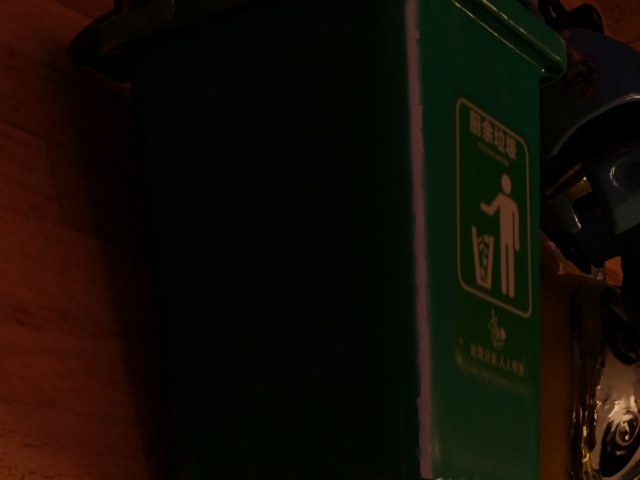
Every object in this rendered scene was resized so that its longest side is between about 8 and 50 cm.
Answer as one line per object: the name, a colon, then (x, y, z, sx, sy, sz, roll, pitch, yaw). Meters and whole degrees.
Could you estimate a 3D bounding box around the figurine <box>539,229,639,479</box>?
figurine: (0.233, 0.145, 1.486, 0.340, 0.231, 0.323, 17, 73, -53)

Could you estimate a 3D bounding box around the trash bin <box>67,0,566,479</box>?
trash bin: (0.000, 0.000, 1.016, 0.259, 0.295, 0.381, 25, 58, -54)

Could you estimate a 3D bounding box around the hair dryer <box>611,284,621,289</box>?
hair dryer: (0.398, 0.197, 1.821, 0.302, 0.116, 0.244, 30, 73, -62)

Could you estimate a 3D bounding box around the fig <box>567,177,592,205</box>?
fig: (0.355, -0.109, 2.136, 0.123, 0.156, 0.123, -18, 90, -72)

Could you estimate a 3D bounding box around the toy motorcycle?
toy motorcycle: (0.259, -0.032, 1.292, 0.416, 0.172, 0.232, 62, 8, -12)

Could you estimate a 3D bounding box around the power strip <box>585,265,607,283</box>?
power strip: (0.204, 0.023, 1.673, 0.387, 0.066, 0.092, 16, 63, -52)
